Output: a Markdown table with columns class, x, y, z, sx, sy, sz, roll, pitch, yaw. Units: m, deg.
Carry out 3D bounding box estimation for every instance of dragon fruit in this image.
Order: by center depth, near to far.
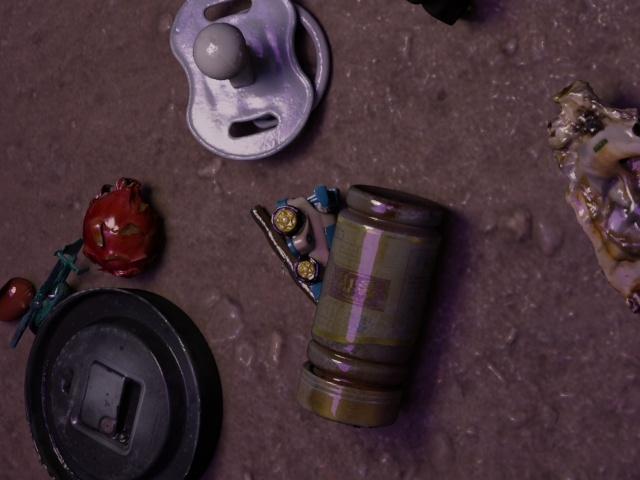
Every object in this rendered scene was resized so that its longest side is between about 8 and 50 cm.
| class | x | y | z | sx | sy | sz | roll | pitch | yaw |
| --- | --- | --- | --- | --- | --- | --- | --- | --- | --- |
| dragon fruit | -0.329 | -0.019 | 2.078 | 0.136 | 0.133 | 0.166 | 15 | 101 | 37 |

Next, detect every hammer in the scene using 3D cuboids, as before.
| class | x | y | z | sx | sy | sz | roll | pitch | yaw |
| --- | --- | --- | --- | --- | --- | --- | --- | --- | --- |
| hammer | 0.072 | -0.471 | 1.826 | 0.044 | 0.168 | 0.440 | -43 | 62 | 21 |

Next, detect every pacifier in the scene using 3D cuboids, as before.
| class | x | y | z | sx | sy | sz | roll | pitch | yaw |
| --- | --- | --- | --- | --- | --- | --- | --- | --- | --- |
| pacifier | -0.116 | -0.266 | 1.892 | 0.238 | 0.226 | 0.287 | -10 | 87 | 13 |

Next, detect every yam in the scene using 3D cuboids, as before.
| class | x | y | z | sx | sy | sz | roll | pitch | yaw |
| --- | --- | --- | --- | --- | --- | --- | --- | --- | --- |
| yam | -0.041 | 0.041 | 1.964 | 0.027 | 0.029 | 0.234 | -44 | 70 | 25 |

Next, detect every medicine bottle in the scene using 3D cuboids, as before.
| class | x | y | z | sx | sy | sz | roll | pitch | yaw |
| --- | --- | --- | --- | --- | --- | --- | --- | --- | --- |
| medicine bottle | 0.072 | 0.091 | 1.825 | 0.151 | 0.151 | 0.322 | 18 | 101 | 30 |

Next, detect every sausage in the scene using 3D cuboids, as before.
| class | x | y | z | sx | sy | sz | roll | pitch | yaw |
| --- | --- | --- | --- | --- | --- | --- | --- | --- | --- |
| sausage | -0.542 | 0.105 | 2.255 | 0.054 | 0.059 | 0.094 | 37 | 118 | -22 |

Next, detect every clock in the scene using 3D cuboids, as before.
| class | x | y | z | sx | sy | sz | roll | pitch | yaw |
| --- | --- | --- | --- | --- | --- | --- | --- | --- | --- |
| clock | -0.331 | 0.265 | 2.121 | 0.386 | 0.076 | 0.386 | 1 | 91 | 32 |

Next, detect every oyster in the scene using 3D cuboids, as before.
| class | x | y | z | sx | sy | sz | roll | pitch | yaw |
| --- | --- | --- | --- | --- | --- | --- | --- | --- | --- |
| oyster | 0.427 | -0.059 | 1.647 | 0.201 | 0.107 | 0.354 | -29 | 88 | 49 |

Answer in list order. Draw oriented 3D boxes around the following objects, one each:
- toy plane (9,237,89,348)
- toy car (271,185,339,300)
| class | x | y | z | sx | sy | sz | roll | pitch | yaw |
| --- | --- | --- | --- | --- | --- | --- | --- | --- | --- |
| toy plane | -0.455 | 0.088 | 2.177 | 0.060 | 0.096 | 0.235 | 41 | 113 | 23 |
| toy car | 0.000 | 0.000 | 1.892 | 0.098 | 0.126 | 0.161 | -26 | 83 | 12 |
